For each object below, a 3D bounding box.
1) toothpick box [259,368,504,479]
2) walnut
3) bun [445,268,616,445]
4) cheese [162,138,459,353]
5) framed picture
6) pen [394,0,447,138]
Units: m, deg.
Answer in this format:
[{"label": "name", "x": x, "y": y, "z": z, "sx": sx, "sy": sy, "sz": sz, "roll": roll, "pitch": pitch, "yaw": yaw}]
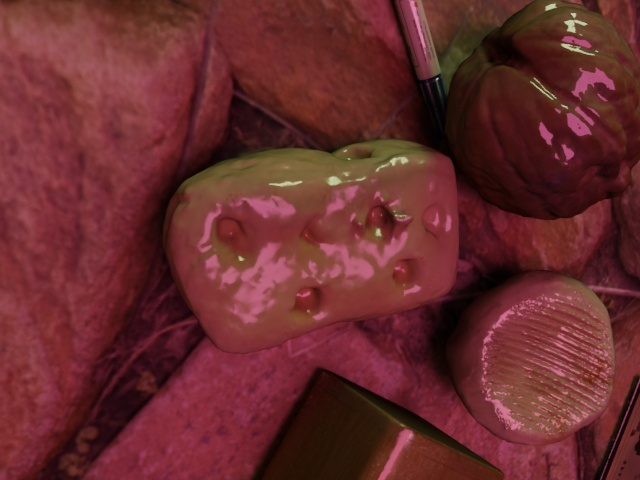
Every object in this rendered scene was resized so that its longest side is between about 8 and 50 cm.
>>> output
[{"label": "toothpick box", "x": 0.010, "y": 0.298, "z": 0.625, "sx": 0.187, "sy": 0.190, "sz": 0.308, "roll": 32, "pitch": 83, "yaw": -29}, {"label": "walnut", "x": 0.207, "y": -0.104, "z": 0.617, "sx": 0.230, "sy": 0.178, "sz": 0.178, "roll": 25, "pitch": 92, "yaw": -47}, {"label": "bun", "x": 0.211, "y": 0.120, "z": 0.713, "sx": 0.183, "sy": 0.102, "sz": 0.183, "roll": 0, "pitch": 89, "yaw": -16}, {"label": "cheese", "x": 0.001, "y": 0.000, "z": 0.584, "sx": 0.263, "sy": 0.093, "sz": 0.159, "roll": -10, "pitch": 107, "yaw": -23}, {"label": "framed picture", "x": 0.454, "y": 0.285, "z": 0.929, "sx": 0.199, "sy": 0.010, "sz": 0.195, "roll": 16, "pitch": 96, "yaw": -28}, {"label": "pen", "x": 0.087, "y": -0.186, "z": 0.614, "sx": 0.025, "sy": 0.025, "sz": 0.204, "roll": -29, "pitch": 115, "yaw": -16}]
